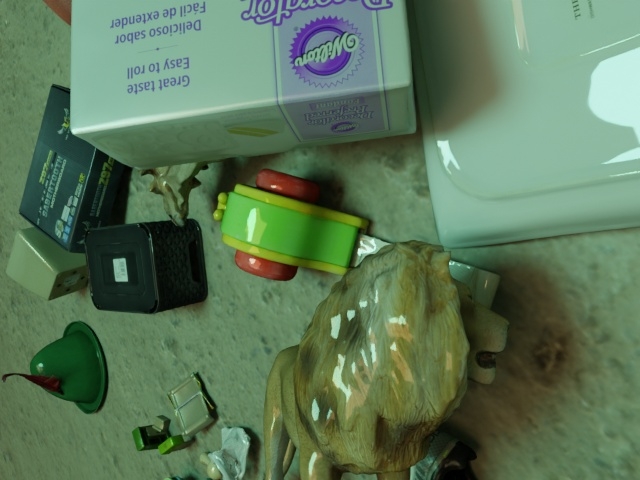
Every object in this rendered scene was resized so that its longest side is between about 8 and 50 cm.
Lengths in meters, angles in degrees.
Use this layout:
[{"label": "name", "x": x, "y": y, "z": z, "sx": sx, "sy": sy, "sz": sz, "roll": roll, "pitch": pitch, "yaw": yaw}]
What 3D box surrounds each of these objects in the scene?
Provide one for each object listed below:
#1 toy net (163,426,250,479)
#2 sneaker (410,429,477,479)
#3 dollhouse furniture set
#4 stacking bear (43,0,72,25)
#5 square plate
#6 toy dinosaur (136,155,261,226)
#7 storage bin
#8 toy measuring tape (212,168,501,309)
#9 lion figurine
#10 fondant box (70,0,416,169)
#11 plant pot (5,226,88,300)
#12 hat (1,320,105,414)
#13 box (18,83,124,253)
[{"label": "toy net", "x": -0.159, "y": 0.350, "z": 0.716, "sx": 0.232, "sy": 0.045, "sz": 0.122, "roll": -56, "pitch": 45, "yaw": 31}, {"label": "sneaker", "x": 0.115, "y": 0.259, "z": 0.485, "sx": 0.074, "sy": 0.063, "sz": 0.171, "roll": 1, "pitch": 92, "yaw": 45}, {"label": "dollhouse furniture set", "x": -0.210, "y": 0.269, "z": 0.780, "sx": 0.151, "sy": 0.058, "sz": 0.076, "roll": -39, "pitch": 63, "yaw": 16}, {"label": "stacking bear", "x": -0.203, "y": -0.378, "z": 0.607, "sx": 0.288, "sy": 0.175, "sz": 0.164, "roll": -18, "pitch": 99, "yaw": 31}, {"label": "square plate", "x": 0.184, "y": -0.175, "z": 0.345, "sx": 0.343, "sy": 0.049, "sz": 0.348, "roll": -8, "pitch": 93, "yaw": 50}, {"label": "toy dinosaur", "x": -0.128, "y": -0.160, "z": 0.568, "sx": 0.296, "sy": 0.127, "sz": 0.200, "roll": -60, "pitch": 28, "yaw": 0}, {"label": "storage bin", "x": -0.257, "y": 0.036, "z": 0.748, "sx": 0.180, "sy": 0.084, "sz": 0.122, "roll": -3, "pitch": 94, "yaw": 40}, {"label": "toy measuring tape", "x": 0.000, "y": 0.000, "z": 0.507, "sx": 0.329, "sy": 0.121, "sz": 0.122, "roll": 20, "pitch": 108, "yaw": 37}, {"label": "lion figurine", "x": 0.006, "y": 0.153, "z": 0.485, "sx": 0.392, "sy": 0.142, "sz": 0.241, "roll": -29, "pitch": 59, "yaw": 60}, {"label": "fondant box", "x": -0.060, "y": -0.237, "z": 0.404, "sx": 0.238, "sy": 0.096, "sz": 0.331, "roll": -6, "pitch": 81, "yaw": 10}, {"label": "plant pot", "x": -0.470, "y": 0.041, "z": 0.915, "sx": 0.096, "sy": 0.109, "sz": 0.109, "roll": 44, "pitch": 121, "yaw": 14}, {"label": "hat", "x": -0.505, "y": 0.241, "z": 0.913, "sx": 0.173, "sy": 0.183, "sz": 0.209, "roll": 38, "pitch": 118, "yaw": 30}, {"label": "box", "x": -0.398, "y": -0.118, "z": 0.835, "sx": 0.183, "sy": 0.059, "sz": 0.233, "roll": 27, "pitch": 101, "yaw": 35}]
